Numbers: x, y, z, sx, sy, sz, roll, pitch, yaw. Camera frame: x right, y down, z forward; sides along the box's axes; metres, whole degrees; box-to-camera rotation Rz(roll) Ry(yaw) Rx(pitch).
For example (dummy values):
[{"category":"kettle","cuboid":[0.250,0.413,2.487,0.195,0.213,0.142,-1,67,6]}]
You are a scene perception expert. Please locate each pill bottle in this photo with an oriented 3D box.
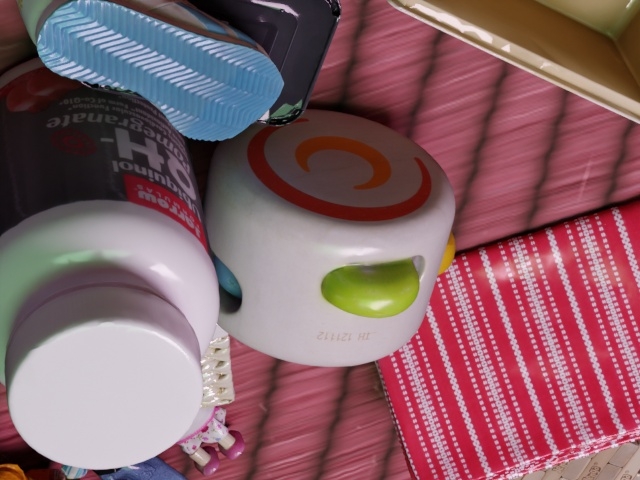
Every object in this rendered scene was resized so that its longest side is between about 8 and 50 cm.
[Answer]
[{"category":"pill bottle","cuboid":[-0.167,0.012,1.336,0.176,0.318,0.176,-6,127,-8]}]

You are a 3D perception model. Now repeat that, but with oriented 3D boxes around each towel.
[{"category":"towel","cuboid":[0.186,0.094,1.577,0.275,0.031,0.199,-17,88,1]}]

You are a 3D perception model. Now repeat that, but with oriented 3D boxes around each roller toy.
[{"category":"roller toy","cuboid":[0.000,0.000,1.442,0.191,0.209,0.146,21,124,11]}]

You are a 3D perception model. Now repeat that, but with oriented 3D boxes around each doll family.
[{"category":"doll family","cuboid":[-0.194,0.207,1.600,0.263,0.118,0.163,-35,124,15]}]

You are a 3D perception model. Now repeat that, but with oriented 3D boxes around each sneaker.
[{"category":"sneaker","cuboid":[-0.113,-0.141,1.279,0.087,0.092,0.229,-44,141,18]}]

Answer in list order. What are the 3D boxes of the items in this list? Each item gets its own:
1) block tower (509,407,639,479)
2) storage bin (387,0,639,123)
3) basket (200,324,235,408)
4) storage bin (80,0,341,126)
[{"category":"block tower","cuboid":[0.288,0.199,1.703,0.335,0.097,0.091,19,120,-22]},{"category":"storage bin","cuboid":[0.200,-0.257,1.331,0.260,0.123,0.262,21,120,-25]},{"category":"basket","cuboid":[-0.156,0.079,1.520,0.167,0.113,0.103,-10,131,-4]},{"category":"storage bin","cuboid":[-0.088,-0.169,1.366,0.180,0.084,0.122,10,124,-19]}]
